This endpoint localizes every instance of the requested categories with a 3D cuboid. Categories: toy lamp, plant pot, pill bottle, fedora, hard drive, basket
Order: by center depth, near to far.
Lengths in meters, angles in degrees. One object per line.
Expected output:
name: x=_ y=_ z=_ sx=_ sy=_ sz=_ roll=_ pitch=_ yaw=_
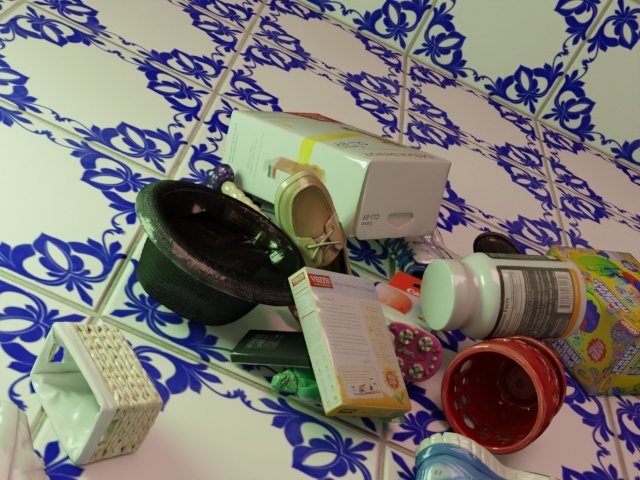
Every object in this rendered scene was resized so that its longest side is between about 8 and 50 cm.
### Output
basket: x=-0.300 y=0.200 z=1.344 sx=0.103 sy=0.113 sz=0.167 roll=1 pitch=39 yaw=-45
hard drive: x=-0.066 y=0.174 z=1.623 sx=0.135 sy=0.022 sz=0.094 roll=1 pitch=20 yaw=19
fedora: x=-0.184 y=0.044 z=1.659 sx=0.334 sy=0.152 sz=0.334 roll=30 pitch=23 yaw=-14
plant pot: x=0.331 y=0.261 z=1.745 sx=0.191 sy=0.191 sz=0.174 roll=42 pitch=26 yaw=23
pill bottle: x=0.338 y=0.104 z=1.856 sx=0.278 sy=0.162 sz=0.162 roll=3 pitch=36 yaw=-21
toy lamp: x=-0.122 y=-0.042 z=1.952 sx=0.275 sy=0.080 sz=0.080 roll=42 pitch=30 yaw=29

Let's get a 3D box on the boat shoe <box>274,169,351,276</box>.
boat shoe: x=0.000 y=0.000 z=1.796 sx=0.109 sy=0.302 sz=0.098 roll=-30 pitch=48 yaw=-13

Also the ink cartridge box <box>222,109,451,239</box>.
ink cartridge box: x=0.030 y=-0.142 z=2.044 sx=0.385 sy=0.160 sz=0.279 roll=25 pitch=19 yaw=38

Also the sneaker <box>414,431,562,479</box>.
sneaker: x=0.285 y=0.428 z=1.525 sx=0.330 sy=0.129 sz=0.147 roll=24 pitch=42 yaw=-3

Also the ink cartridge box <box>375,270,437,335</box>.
ink cartridge box: x=0.182 y=0.114 z=1.938 sx=0.145 sy=0.045 sz=0.179 roll=23 pitch=39 yaw=18

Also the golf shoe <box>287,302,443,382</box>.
golf shoe: x=0.075 y=0.153 z=1.800 sx=0.306 sy=0.115 sz=0.140 roll=30 pitch=7 yaw=4

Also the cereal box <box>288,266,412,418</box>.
cereal box: x=0.048 y=0.165 z=1.604 sx=0.173 sy=0.047 sz=0.240 roll=14 pitch=51 yaw=-45

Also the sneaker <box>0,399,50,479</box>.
sneaker: x=-0.315 y=0.323 z=1.148 sx=0.169 sy=0.108 sz=0.292 roll=15 pitch=40 yaw=-27

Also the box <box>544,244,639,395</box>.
box: x=0.631 y=0.175 z=2.176 sx=0.279 sy=0.177 sz=0.290 roll=4 pitch=36 yaw=-37

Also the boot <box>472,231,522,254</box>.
boot: x=0.390 y=0.127 z=2.038 sx=0.263 sy=0.091 sz=0.229 roll=58 pitch=22 yaw=-15

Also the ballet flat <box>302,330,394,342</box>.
ballet flat: x=0.043 y=0.182 z=1.705 sx=0.168 sy=0.057 sz=0.052 roll=-3 pitch=21 yaw=6

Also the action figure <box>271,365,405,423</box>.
action figure: x=0.020 y=0.239 z=1.627 sx=0.232 sy=0.063 sz=0.137 roll=14 pitch=33 yaw=-33

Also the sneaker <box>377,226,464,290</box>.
sneaker: x=0.203 y=0.030 z=2.092 sx=0.296 sy=0.112 sz=0.131 roll=40 pitch=30 yaw=21
